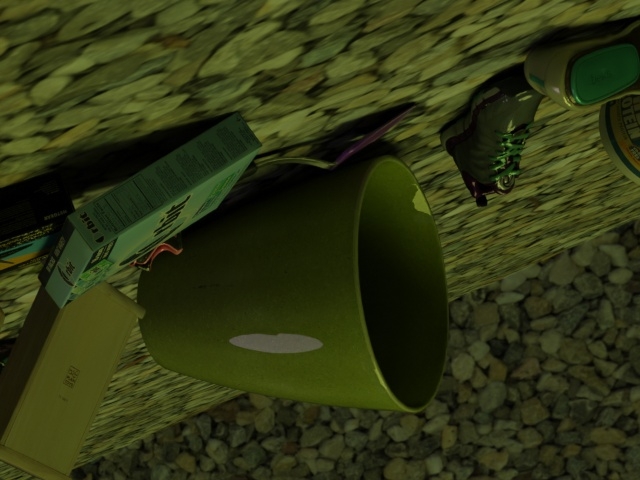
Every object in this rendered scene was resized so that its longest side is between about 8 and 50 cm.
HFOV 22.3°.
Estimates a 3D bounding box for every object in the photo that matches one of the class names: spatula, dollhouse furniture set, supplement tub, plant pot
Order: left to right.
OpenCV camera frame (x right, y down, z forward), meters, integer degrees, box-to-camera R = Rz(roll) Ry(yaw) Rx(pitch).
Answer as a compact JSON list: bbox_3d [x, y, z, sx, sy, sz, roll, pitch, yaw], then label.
[{"bbox_3d":[-0.385,0.085,1.608,0.303,0.198,0.286,14,164,30],"label":"dollhouse furniture set"},{"bbox_3d":[-0.042,-0.072,1.598,0.296,0.030,0.084,-18,173,-17],"label":"spatula"},{"bbox_3d":[-0.043,0.061,1.781,0.293,0.275,0.275,-7,177,23],"label":"plant pot"},{"bbox_3d":[0.416,-0.150,1.785,0.144,0.144,0.199,-15,169,-30],"label":"supplement tub"}]

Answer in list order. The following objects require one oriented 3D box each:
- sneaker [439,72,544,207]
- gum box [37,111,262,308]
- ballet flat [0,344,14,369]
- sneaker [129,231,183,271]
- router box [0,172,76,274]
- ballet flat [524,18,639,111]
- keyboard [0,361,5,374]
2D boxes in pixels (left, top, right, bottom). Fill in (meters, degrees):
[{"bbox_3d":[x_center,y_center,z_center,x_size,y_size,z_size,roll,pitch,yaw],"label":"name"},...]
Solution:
[{"bbox_3d":[0.199,-0.106,1.710,0.083,0.098,0.224,-18,171,-16],"label":"sneaker"},{"bbox_3d":[-0.152,-0.025,1.426,0.184,0.041,0.157,-34,174,-27],"label":"gum box"},{"bbox_3d":[-0.426,0.165,2.041,0.079,0.077,0.221,-3,-179,29],"label":"ballet flat"},{"bbox_3d":[-0.194,0.008,1.650,0.119,0.057,0.047,-18,172,-7],"label":"sneaker"},{"bbox_3d":[-0.300,0.002,1.419,0.179,0.046,0.133,-19,171,-8],"label":"router box"},{"bbox_3d":[0.302,-0.181,1.619,0.248,0.086,0.086,-12,167,-36],"label":"ballet flat"},{"bbox_3d":[-0.421,0.178,1.905,0.108,0.023,0.180,-9,123,-36],"label":"keyboard"}]
